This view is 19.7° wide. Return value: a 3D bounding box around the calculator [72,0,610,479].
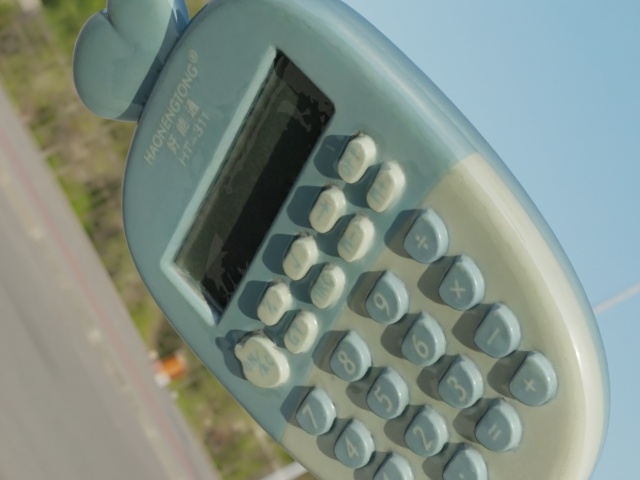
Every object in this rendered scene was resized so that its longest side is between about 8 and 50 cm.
[{"bbox_3d":[0.000,0.000,0.770,0.303,0.042,0.188,49,-46,21],"label":"calculator"}]
